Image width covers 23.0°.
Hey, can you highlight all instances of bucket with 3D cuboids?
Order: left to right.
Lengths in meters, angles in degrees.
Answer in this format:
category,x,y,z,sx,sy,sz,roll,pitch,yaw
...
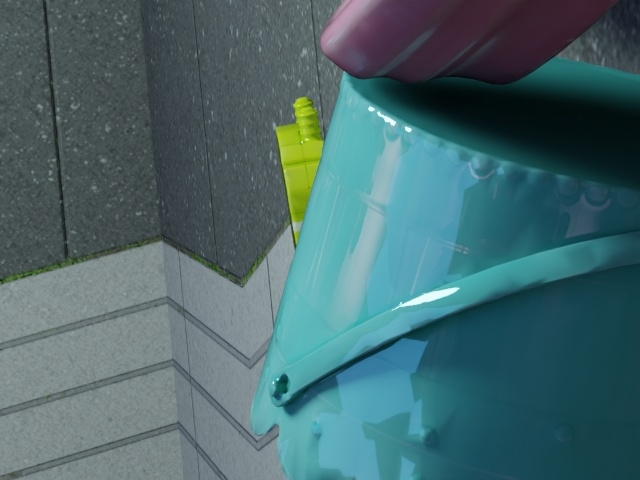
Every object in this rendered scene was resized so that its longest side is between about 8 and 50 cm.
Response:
category,x,y,z,sx,sy,sz,roll,pitch,yaw
bucket,0.113,0.023,0.777,0.281,0.281,0.183,-125,41,-63

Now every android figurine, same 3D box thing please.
category,x,y,z,sx,sy,sz,roll,pitch,yaw
android figurine,0.000,0.000,1.519,0.248,0.056,0.273,-107,9,-78

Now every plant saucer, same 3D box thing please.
category,x,y,z,sx,sy,sz,roll,pitch,yaw
plant saucer,0.133,-0.189,0.699,0.332,0.084,0.332,-50,6,7
